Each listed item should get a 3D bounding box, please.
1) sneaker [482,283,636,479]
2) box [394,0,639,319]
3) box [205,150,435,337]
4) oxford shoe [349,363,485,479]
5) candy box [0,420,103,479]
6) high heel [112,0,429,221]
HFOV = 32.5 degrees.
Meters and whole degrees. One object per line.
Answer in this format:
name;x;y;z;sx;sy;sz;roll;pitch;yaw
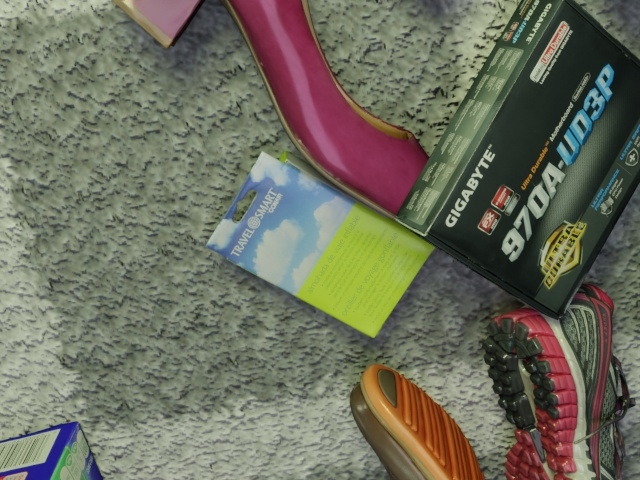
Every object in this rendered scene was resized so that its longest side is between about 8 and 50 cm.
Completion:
sneaker;0.245;0.183;1.033;0.112;0.121;0.299;-27;121;-24
box;0.185;-0.067;0.909;0.175;0.051;0.220;31;90;-33
box;0.000;0.000;0.990;0.178;0.042;0.109;29;106;-11
oxford shoe;0.110;0.280;1.056;0.133;0.130;0.363;-28;109;15
candy box;-0.245;0.375;1.002;0.122;0.268;0.317;-13;111;7
high heel;0.018;-0.159;0.896;0.377;0.127;0.181;37;98;-19
